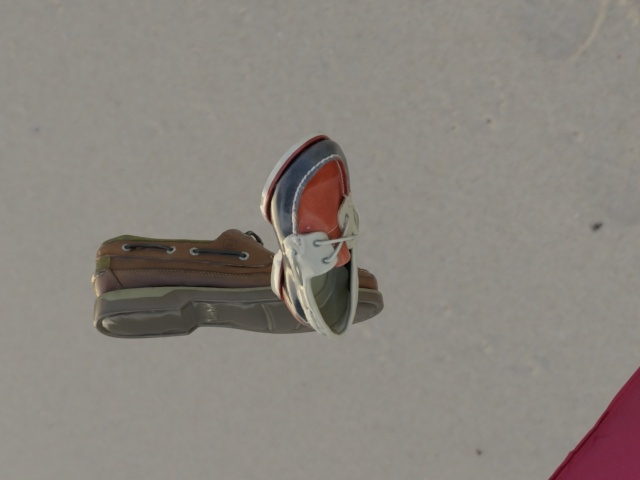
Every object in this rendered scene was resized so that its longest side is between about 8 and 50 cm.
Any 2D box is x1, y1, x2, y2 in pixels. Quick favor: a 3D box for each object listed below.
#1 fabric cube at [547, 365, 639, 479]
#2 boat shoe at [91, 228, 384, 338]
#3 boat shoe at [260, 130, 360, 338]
[{"bbox_3d":[0.367,0.288,1.156,0.254,0.259,0.258,11,131,44],"label":"fabric cube"},{"bbox_3d":[-0.087,0.035,1.389,0.111,0.307,0.104,108,160,-62],"label":"boat shoe"},{"bbox_3d":[0.000,0.000,0.661,0.043,0.049,0.137,47,154,28],"label":"boat shoe"}]
